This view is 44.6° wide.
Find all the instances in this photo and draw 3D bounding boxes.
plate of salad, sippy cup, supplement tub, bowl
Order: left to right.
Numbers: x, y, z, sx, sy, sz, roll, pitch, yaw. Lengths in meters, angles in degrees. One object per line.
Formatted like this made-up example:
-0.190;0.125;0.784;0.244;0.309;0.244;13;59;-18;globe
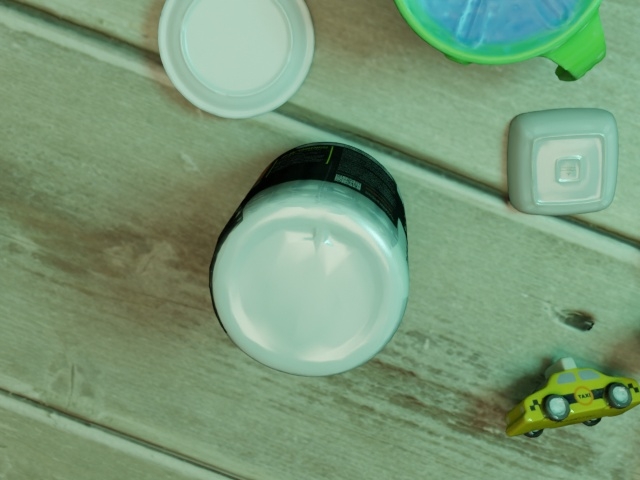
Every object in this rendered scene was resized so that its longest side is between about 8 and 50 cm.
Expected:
-0.108;-0.258;1.007;0.200;0.048;0.200;-1;105;-4;plate of salad
0.000;0.000;0.925;0.207;0.338;0.207;2;108;5;supplement tub
0.187;-0.321;0.863;0.240;0.224;0.305;-5;107;8;sippy cup
0.318;-0.097;1.013;0.142;0.053;0.142;-3;108;5;bowl

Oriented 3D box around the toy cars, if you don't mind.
0.429;0.169;1.042;0.394;0.176;0.087;-26;62;24;toy cars
